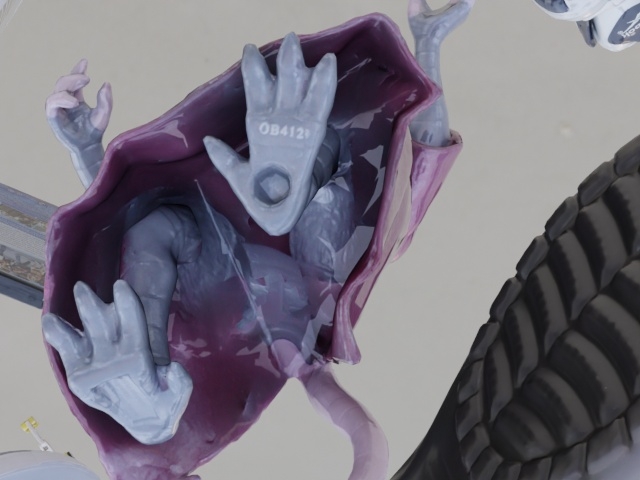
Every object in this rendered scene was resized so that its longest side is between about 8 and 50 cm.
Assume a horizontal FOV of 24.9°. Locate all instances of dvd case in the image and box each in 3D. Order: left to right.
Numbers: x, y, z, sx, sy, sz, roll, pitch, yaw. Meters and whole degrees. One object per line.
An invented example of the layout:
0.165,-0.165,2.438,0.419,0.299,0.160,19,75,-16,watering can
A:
-0.326,-0.012,1.409,0.180,0.253,0.022,23,104,-6,dvd case

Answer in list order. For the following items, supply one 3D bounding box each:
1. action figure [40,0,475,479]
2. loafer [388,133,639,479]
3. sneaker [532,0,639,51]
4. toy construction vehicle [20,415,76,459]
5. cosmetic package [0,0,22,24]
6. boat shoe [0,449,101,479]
0.000,0.000,0.775,0.248,0.275,0.370,-19,177,7,action figure
0.105,0.096,0.508,0.130,0.134,0.366,29,114,-19,loafer
0.223,-0.194,1.100,0.094,0.235,0.153,-30,116,20,sneaker
-0.203,0.178,1.269,0.086,0.098,0.035,-35,176,-6,toy construction vehicle
-0.392,-0.274,1.041,0.394,0.329,0.327,33,172,-13,cosmetic package
-0.218,0.146,0.778,0.228,0.076,0.080,-6,118,-53,boat shoe
